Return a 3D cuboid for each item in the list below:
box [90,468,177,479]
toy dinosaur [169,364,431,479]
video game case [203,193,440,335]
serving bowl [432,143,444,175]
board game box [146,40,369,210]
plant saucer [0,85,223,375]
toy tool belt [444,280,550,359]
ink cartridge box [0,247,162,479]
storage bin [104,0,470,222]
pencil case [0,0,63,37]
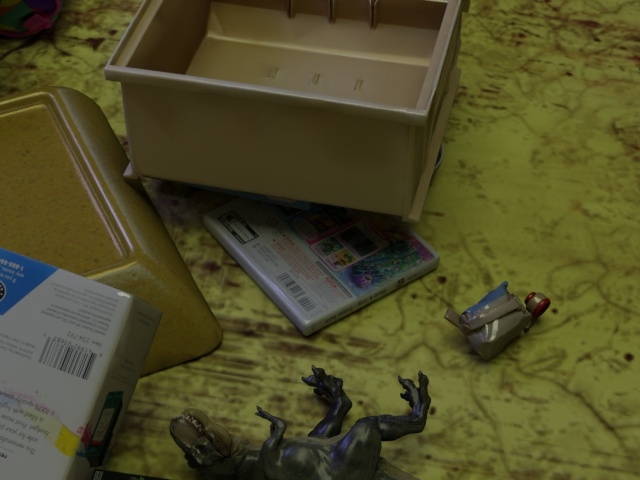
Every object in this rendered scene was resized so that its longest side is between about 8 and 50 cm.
[{"bbox_3d":[-0.125,0.205,1.094,0.083,0.062,0.052,7,45,4],"label":"box"},{"bbox_3d":[0.025,0.154,1.157,0.268,0.064,0.118,13,54,6],"label":"toy dinosaur"},{"bbox_3d":[0.000,0.000,1.327,0.143,0.019,0.157,-26,52,-25],"label":"video game case"},{"bbox_3d":[0.070,-0.075,1.395,0.083,0.027,0.083,1,47,-1],"label":"serving bowl"},{"bbox_3d":[-0.053,-0.120,1.410,0.160,0.039,0.211,12,43,14],"label":"board game box"},{"bbox_3d":[-0.291,-0.002,1.272,0.332,0.081,0.333,-18,51,-19],"label":"plant saucer"},{"bbox_3d":[0.145,0.056,1.259,0.083,0.052,0.051,-34,65,-30],"label":"toy tool belt"},{"bbox_3d":[-0.222,0.132,1.108,0.134,0.078,0.231,19,82,14],"label":"ink cartridge box"},{"bbox_3d":[-0.015,-0.157,1.329,0.262,0.123,0.260,8,43,10],"label":"storage bin"},{"bbox_3d":[-0.282,-0.307,1.550,0.104,0.104,0.236,8,47,4],"label":"pencil case"}]
